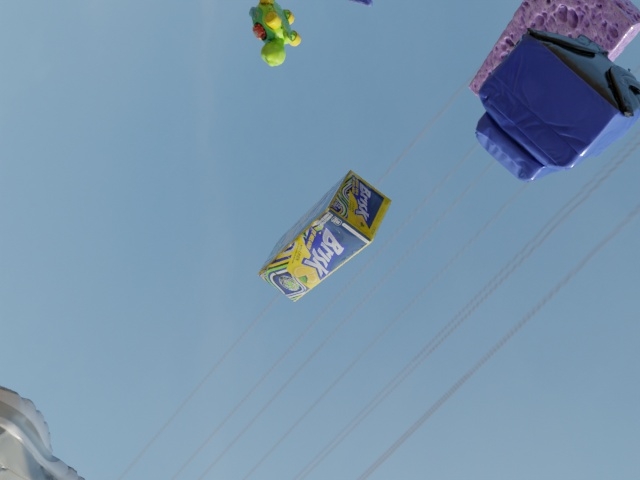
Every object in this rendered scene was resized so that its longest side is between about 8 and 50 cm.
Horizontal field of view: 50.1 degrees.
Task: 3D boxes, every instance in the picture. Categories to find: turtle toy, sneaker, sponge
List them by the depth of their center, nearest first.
[{"bbox_3d":[-0.324,0.261,0.702,0.105,0.281,0.115,14,-133,20],"label":"sneaker"},{"bbox_3d":[0.255,-0.206,0.771,0.117,0.031,0.210,53,-29,16],"label":"sponge"},{"bbox_3d":[-0.085,-0.368,1.205,0.066,0.095,0.130,-24,-113,22],"label":"turtle toy"}]

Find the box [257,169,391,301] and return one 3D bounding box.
[{"bbox_3d":[0.000,0.000,0.703,0.169,0.054,0.059,-42,-165,52],"label":"box"}]

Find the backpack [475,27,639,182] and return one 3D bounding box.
[{"bbox_3d":[0.178,-0.102,0.515,0.098,0.120,0.101,52,-51,12],"label":"backpack"}]

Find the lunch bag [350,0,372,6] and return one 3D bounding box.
[{"bbox_3d":[-0.032,-0.516,1.047,0.138,0.293,0.221,-88,-168,-60],"label":"lunch bag"}]
